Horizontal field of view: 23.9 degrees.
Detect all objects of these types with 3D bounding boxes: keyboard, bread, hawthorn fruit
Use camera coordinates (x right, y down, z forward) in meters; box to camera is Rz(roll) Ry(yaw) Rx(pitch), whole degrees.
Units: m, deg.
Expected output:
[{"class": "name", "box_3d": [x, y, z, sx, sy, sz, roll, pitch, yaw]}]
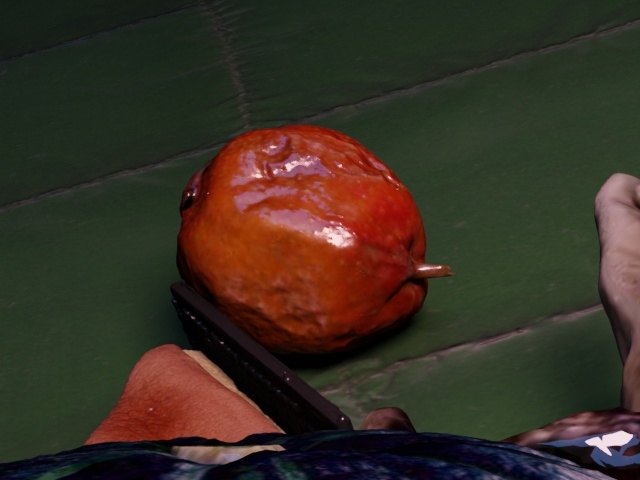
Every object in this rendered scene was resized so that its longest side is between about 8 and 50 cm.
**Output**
[{"class": "keyboard", "box_3d": [-0.035, 0.095, 0.960, 0.017, 0.087, 0.250, -29, 29, -17]}, {"class": "bread", "box_3d": [-0.082, 0.133, 0.928, 0.119, 0.067, 0.192, -33, 30, -13]}, {"class": "hawthorn fruit", "box_3d": [-0.014, -0.001, 1.063, 0.173, 0.173, 0.179, -23, 27, -17]}]

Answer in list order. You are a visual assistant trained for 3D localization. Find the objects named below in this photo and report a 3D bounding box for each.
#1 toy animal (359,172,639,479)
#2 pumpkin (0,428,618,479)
[{"class": "toy animal", "box_3d": [0.234, 0.089, 0.726, 0.302, 0.194, 0.344, -1, 31, 39]}, {"class": "pumpkin", "box_3d": [-0.023, 0.196, 0.493, 0.363, 0.266, 0.363, -7, -4, 0]}]
